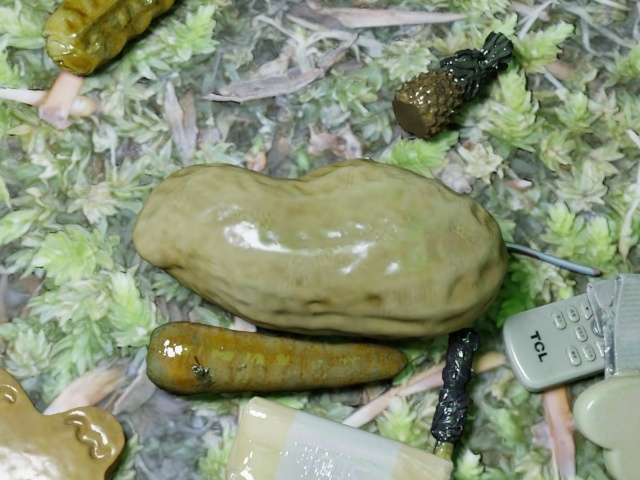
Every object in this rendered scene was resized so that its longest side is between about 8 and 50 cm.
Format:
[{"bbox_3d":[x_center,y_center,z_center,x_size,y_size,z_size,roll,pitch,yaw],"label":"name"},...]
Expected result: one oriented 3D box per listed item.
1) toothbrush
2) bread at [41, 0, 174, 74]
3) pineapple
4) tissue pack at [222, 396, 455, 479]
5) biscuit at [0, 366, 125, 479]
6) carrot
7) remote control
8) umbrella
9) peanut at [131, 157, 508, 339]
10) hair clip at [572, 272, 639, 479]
[{"bbox_3d":[0.210,0.011,1.549,0.193,0.013,0.019,15,73,5],"label":"toothbrush"},{"bbox_3d":[-0.177,-0.325,1.650,0.367,0.084,0.077,-45,35,-17],"label":"bread"},{"bbox_3d":[0.154,-0.179,1.604,0.159,0.074,0.074,-39,73,-22],"label":"pineapple"},{"bbox_3d":[0.006,0.268,1.388,0.222,0.090,0.186,18,69,6],"label":"tissue pack"},{"bbox_3d":[-0.287,0.287,1.392,0.275,0.052,0.355,-37,72,-16],"label":"biscuit"},{"bbox_3d":[-0.030,0.124,1.466,0.298,0.078,0.078,2,66,-6],"label":"carrot"},{"bbox_3d":[0.288,0.098,1.505,0.190,0.029,0.087,-15,67,-8],"label":"remote control"},{"bbox_3d":[0.138,0.159,1.468,0.040,0.037,0.144,20,68,-17],"label":"umbrella"},{"bbox_3d":[0.000,0.000,1.464,0.387,0.169,0.192,6,61,1],"label":"peanut"},{"bbox_3d":[0.330,0.143,1.450,0.159,0.071,0.218,-1,84,-10],"label":"hair clip"}]
